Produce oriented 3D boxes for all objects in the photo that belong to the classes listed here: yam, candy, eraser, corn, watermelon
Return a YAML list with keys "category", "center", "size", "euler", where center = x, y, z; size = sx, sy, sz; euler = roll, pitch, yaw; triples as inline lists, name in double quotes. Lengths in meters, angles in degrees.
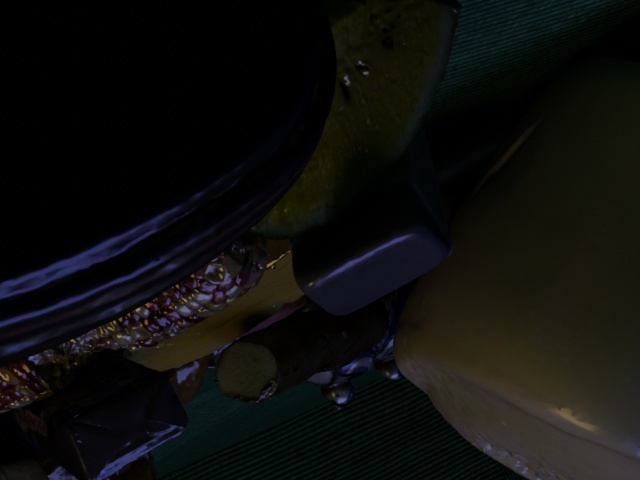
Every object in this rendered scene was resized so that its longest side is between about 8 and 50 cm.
- category: "yam"
  center: [-0.010, 0.084, 1.605]
  size: [0.061, 0.061, 0.253]
  euler: [-31, 175, 22]
- category: "candy"
  center: [-0.192, 0.121, 1.515]
  size: [0.088, 0.061, 0.312]
  euler: [-31, -166, -18]
- category: "eraser"
  center: [0.028, -0.035, 1.274]
  size: [0.089, 0.061, 0.352]
  euler: [-28, -162, 9]
- category: "corn"
  center: [-0.166, 0.049, 1.394]
  size: [0.290, 0.098, 0.098]
  euler: [-29, 172, 22]
- category: "watermelon"
  center: [-0.022, -0.079, 1.092]
  size: [0.301, 0.123, 0.129]
  euler: [-20, 148, -53]

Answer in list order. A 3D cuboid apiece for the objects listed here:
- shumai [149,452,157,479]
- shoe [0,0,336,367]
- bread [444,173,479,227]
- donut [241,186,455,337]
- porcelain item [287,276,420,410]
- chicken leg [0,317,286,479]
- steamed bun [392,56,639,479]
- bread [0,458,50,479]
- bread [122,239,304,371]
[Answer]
- category: "shumai"
  center: [-0.251, 0.248, 2.083]
  size: [0.206, 0.175, 0.166]
  euler: [-20, 169, -27]
- category: "shoe"
  center: [-0.177, 0.005, 0.790]
  size: [0.384, 0.171, 0.237]
  euler: [-24, 165, -10]
- category: "bread"
  center: [0.223, 0.027, 2.132]
  size: [0.382, 0.129, 0.366]
  euler: [-11, 154, -2]
- category: "donut"
  center: [0.000, 0.000, 1.659]
  size: [0.233, 0.085, 0.199]
  euler: [-27, 173, -3]
- category: "porcelain item"
  center: [0.035, 0.042, 1.906]
  size: [0.186, 0.138, 0.288]
  euler: [-65, 165, 14]
- category: "chicken leg"
  center: [-0.187, 0.197, 1.771]
  size: [0.409, 0.295, 0.182]
  euler: [-38, -167, -11]
- category: "steamed bun"
  center: [0.247, 0.035, 1.735]
  size: [0.371, 0.290, 0.456]
  euler: [-63, 169, -10]
- category: "bread"
  center: [-0.334, 0.342, 1.563]
  size: [0.346, 0.405, 0.242]
  euler: [-22, -178, 10]
- category: "bread"
  center: [-0.073, 0.016, 1.511]
  size: [0.245, 0.094, 0.102]
  euler: [-32, 162, 28]
